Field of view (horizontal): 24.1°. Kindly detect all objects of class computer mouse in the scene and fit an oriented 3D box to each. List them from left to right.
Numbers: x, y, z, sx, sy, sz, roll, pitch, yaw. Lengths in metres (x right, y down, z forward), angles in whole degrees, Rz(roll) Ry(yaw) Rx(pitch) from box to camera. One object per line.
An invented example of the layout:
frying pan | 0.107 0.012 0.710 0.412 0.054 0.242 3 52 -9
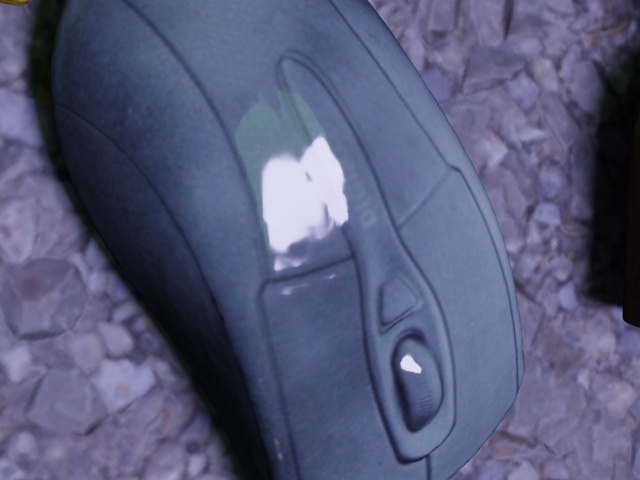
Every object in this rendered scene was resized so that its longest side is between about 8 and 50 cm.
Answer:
computer mouse | 0.000 0.000 0.772 0.188 0.122 0.370 -33 111 -21

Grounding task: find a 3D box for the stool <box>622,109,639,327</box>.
stool | 0.271 -0.075 0.866 0.179 0.179 0.264 0 94 -27

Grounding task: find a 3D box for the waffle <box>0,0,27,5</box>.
waffle | -0.244 -0.198 0.656 0.329 0.062 0.329 -3 95 -28
